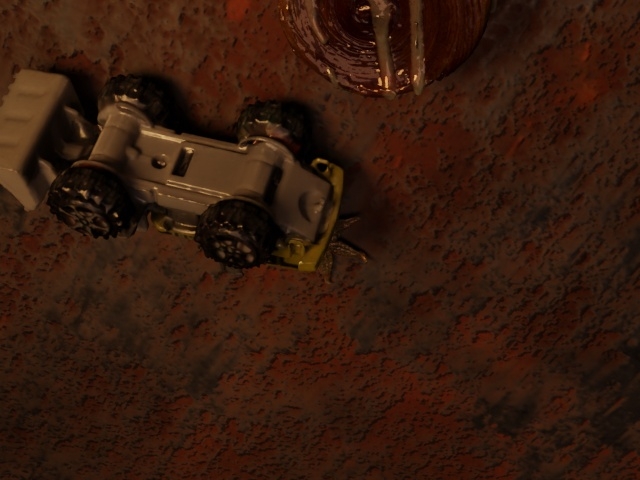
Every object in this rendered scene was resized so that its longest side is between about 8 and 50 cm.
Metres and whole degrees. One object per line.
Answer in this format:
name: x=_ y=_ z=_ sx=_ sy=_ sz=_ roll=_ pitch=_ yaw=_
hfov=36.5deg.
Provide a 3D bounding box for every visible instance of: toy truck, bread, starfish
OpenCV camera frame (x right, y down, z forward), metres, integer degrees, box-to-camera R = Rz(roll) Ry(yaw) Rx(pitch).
toy truck: x=-0.124 y=-0.048 z=0.782 sx=0.285 sy=0.136 sz=0.111 roll=15 pitch=149 yaw=4
bread: x=0.047 y=-0.182 z=0.673 sx=0.160 sy=0.073 sz=0.161 roll=9 pitch=129 yaw=11
starfish: x=0.000 y=0.000 z=0.857 sx=0.092 sy=0.016 sz=0.086 roll=28 pitch=125 yaw=-4
